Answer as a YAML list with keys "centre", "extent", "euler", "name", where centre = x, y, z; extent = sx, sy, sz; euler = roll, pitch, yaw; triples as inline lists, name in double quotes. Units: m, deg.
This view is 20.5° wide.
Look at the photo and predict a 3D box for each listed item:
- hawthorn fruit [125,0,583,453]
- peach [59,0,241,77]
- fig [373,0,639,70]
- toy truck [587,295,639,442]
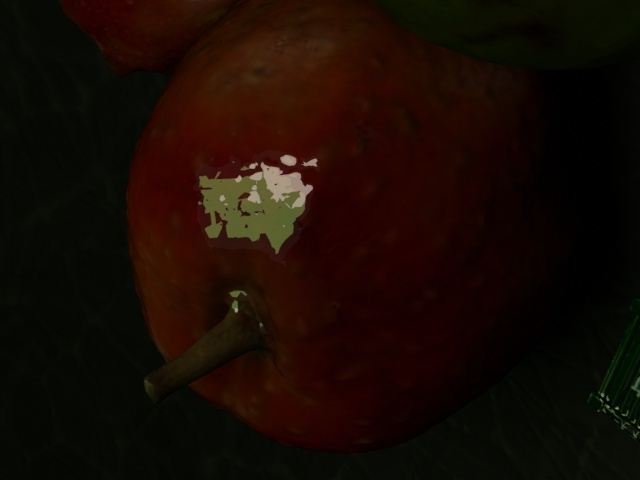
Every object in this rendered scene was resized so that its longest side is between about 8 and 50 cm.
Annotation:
- centre: [0.000, 0.000, 1.026]
  extent: [0.287, 0.330, 0.287]
  euler: [18, 128, 25]
  name: "hawthorn fruit"
- centre: [-0.110, -0.269, 1.115]
  extent: [0.281, 0.281, 0.338]
  euler: [23, 121, 38]
  name: "peach"
- centre: [0.103, -0.235, 0.907]
  extent: [0.316, 0.316, 0.316]
  euler: [13, 110, 41]
  name: "fig"
- centre: [0.282, 0.109, 0.957]
  extent: [0.259, 0.088, 0.121]
  euler: [39, 124, 32]
  name: "toy truck"
